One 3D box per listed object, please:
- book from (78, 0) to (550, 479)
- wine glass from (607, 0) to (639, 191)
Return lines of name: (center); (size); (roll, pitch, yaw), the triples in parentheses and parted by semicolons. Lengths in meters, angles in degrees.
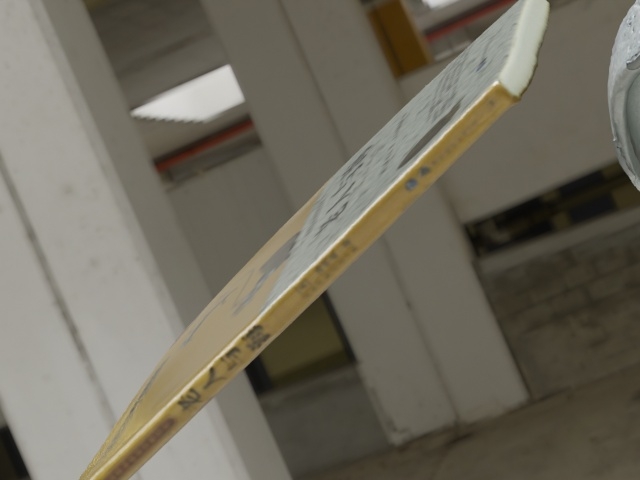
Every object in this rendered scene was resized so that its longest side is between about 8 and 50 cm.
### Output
book: (0.000, 0.000, 0.892); (0.389, 0.032, 0.269); (-44, 6, 23)
wine glass: (0.197, -0.114, 0.539); (0.165, 0.165, 0.196); (-24, 40, 36)
